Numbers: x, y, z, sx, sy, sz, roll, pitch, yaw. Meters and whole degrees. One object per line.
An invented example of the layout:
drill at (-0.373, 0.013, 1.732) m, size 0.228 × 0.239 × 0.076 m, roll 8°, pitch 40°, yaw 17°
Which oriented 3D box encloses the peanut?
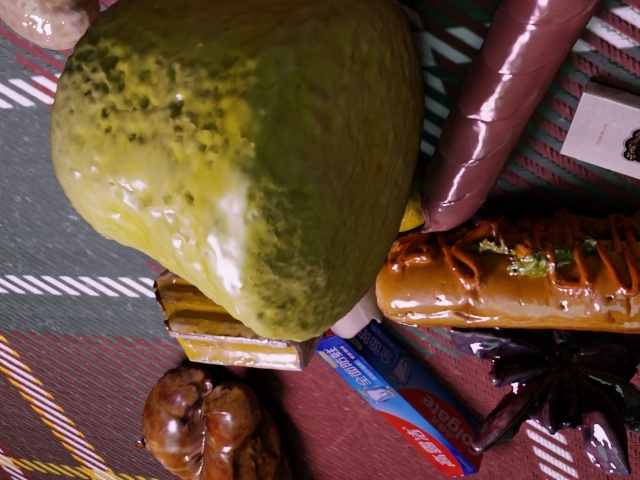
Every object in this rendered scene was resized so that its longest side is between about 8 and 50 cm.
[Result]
peanut at (-0.348, -0.314, 1.111) m, size 0.257 × 0.123 × 0.123 m, roll 38°, pitch 140°, yaw -6°

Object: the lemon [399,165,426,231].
lemon at (0.082, -0.050, 1.174) m, size 0.111 × 0.082 × 0.082 m, roll -2°, pitch 134°, yaw 16°

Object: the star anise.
star anise at (0.283, 0.170, 1.221) m, size 0.283 × 0.212 × 0.129 m, roll 16°, pitch 127°, yaw 2°

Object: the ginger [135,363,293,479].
ginger at (-0.169, 0.370, 1.718) m, size 0.254 × 0.176 × 0.418 m, roll 11°, pitch 137°, yaw 31°

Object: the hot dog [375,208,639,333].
hot dog at (0.227, 0.025, 1.120) m, size 0.349 × 0.158 × 0.117 m, roll -1°, pitch 115°, yaw 30°

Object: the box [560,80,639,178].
box at (0.334, -0.097, 1.021) m, size 0.167 × 0.024 × 0.090 m, roll 20°, pitch 142°, yaw 10°

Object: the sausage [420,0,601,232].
sausage at (0.182, -0.154, 0.989) m, size 0.088 × 0.088 × 0.433 m, roll 26°, pitch 137°, yaw 2°

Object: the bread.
bread at (-0.074, -0.092, 1.024) m, size 0.308 × 0.348 × 0.348 m, roll 15°, pitch 141°, yaw 29°

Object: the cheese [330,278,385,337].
cheese at (-0.019, -0.012, 1.239) m, size 0.286 × 0.082 × 0.163 m, roll 56°, pitch 176°, yaw 1°

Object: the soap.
soap at (-0.115, 0.088, 1.381) m, size 0.258 × 0.160 × 0.080 m, roll 1°, pitch 136°, yaw 30°

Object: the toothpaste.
toothpaste at (0.117, 0.214, 1.452) m, size 0.066 × 0.076 × 0.320 m, roll -26°, pitch 119°, yaw 42°

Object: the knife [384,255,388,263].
knife at (-0.001, 0.001, 1.324) m, size 0.297 × 0.026 × 0.044 m, roll 15°, pitch 128°, yaw 15°
